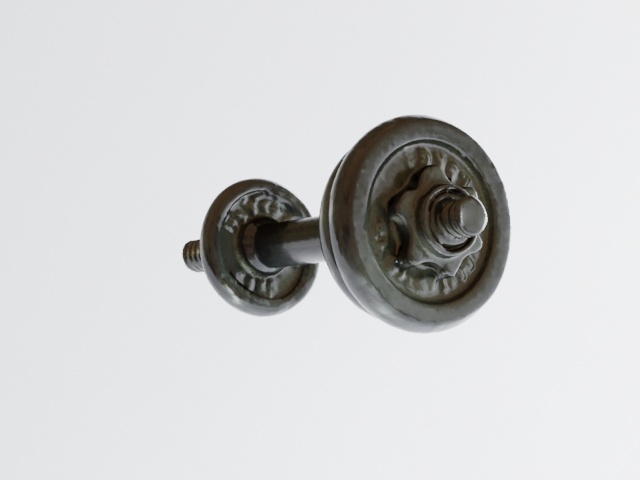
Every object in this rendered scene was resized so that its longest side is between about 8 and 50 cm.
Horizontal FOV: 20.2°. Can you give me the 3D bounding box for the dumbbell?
[{"bbox_3d":[0.000,0.000,0.966,0.254,0.110,0.110,-9,-144,54],"label":"dumbbell"}]
